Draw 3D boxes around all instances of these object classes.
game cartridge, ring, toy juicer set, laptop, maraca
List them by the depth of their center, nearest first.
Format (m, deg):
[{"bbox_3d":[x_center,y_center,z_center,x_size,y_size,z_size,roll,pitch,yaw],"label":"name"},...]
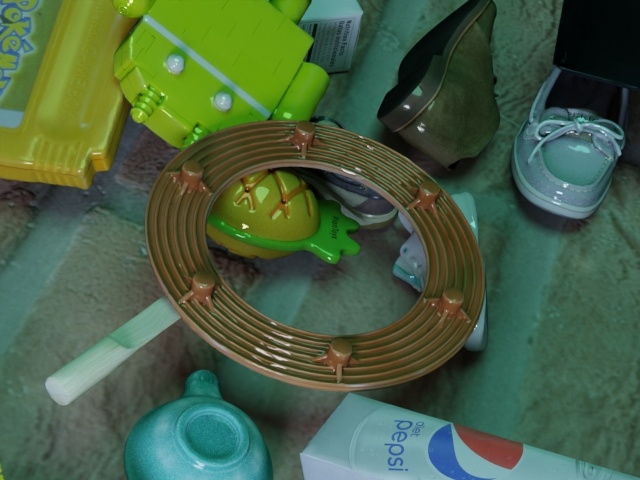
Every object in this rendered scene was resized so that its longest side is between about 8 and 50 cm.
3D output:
[{"bbox_3d":[-0.136,0.199,1.394,0.209,0.089,0.329,-14,59,-30],"label":"toy juicer set"},{"bbox_3d":[0.000,0.000,1.537,0.336,0.032,0.336,9,47,-10],"label":"ring"},{"bbox_3d":[-0.047,-0.028,1.643,0.186,0.099,0.127,17,36,-11],"label":"maraca"},{"bbox_3d":[-0.347,-0.200,1.692,0.324,0.052,0.285,7,61,9],"label":"game cartridge"},{"bbox_3d":[0.387,-0.185,1.857,0.136,0.264,0.234,-12,39,27],"label":"laptop"}]

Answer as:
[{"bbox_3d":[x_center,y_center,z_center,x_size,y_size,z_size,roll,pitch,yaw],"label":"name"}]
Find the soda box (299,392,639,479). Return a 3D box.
[{"bbox_3d":[0.129,0.225,1.368,0.286,0.098,0.091,14,40,29],"label":"soda box"}]

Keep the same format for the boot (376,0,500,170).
[{"bbox_3d":[0.160,-0.186,1.871,0.115,0.112,0.305,43,39,-12],"label":"boot"}]

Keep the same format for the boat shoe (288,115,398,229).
[{"bbox_3d":[0.000,-0.100,1.741,0.223,0.073,0.080,38,50,24],"label":"boat shoe"}]

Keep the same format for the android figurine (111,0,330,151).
[{"bbox_3d":[-0.109,-0.199,1.682,0.248,0.056,0.273,40,53,-14],"label":"android figurine"}]

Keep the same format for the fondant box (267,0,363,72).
[{"bbox_3d":[-0.147,-0.291,1.885,0.330,0.096,0.238,-7,48,-21],"label":"fondant box"}]

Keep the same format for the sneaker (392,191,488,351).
[{"bbox_3d":[0.121,0.036,1.644,0.094,0.080,0.212,-5,40,0],"label":"sneaker"}]

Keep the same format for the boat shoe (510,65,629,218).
[{"bbox_3d":[0.296,-0.149,1.836,0.118,0.103,0.320,20,44,7],"label":"boat shoe"}]

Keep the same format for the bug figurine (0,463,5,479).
[{"bbox_3d":[-0.378,0.249,1.268,0.279,0.072,0.216,-15,60,-14],"label":"bug figurine"}]
